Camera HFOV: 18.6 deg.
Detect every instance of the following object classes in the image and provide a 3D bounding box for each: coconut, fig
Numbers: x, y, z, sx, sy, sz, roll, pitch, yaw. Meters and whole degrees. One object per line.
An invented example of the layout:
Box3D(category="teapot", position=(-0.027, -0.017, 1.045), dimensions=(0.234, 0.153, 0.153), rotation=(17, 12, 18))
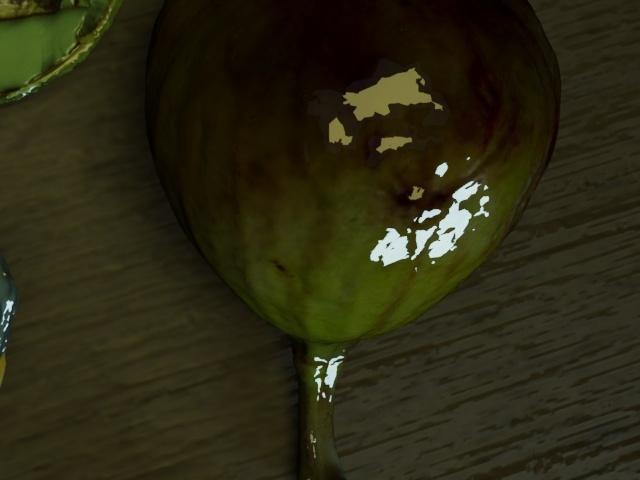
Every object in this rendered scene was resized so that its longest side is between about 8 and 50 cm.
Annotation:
Box3D(category="coconut", position=(-0.181, -0.129, 1.018), dimensions=(0.158, 0.055, 0.133), rotation=(10, 90, -12))
Box3D(category="fig", position=(0.000, 0.000, 1.020), dimensions=(0.217, 0.217, 0.321), rotation=(4, 116, -14))

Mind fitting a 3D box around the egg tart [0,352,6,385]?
Box3D(category="egg tart", position=(-0.278, 0.043, 0.975), dimensions=(0.241, 0.106, 0.241), rotation=(0, 91, -18))

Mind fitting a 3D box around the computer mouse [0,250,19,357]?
Box3D(category="computer mouse", position=(-0.218, 0.072, 0.915), dimensions=(0.106, 0.062, 0.192), rotation=(35, 74, -21))
